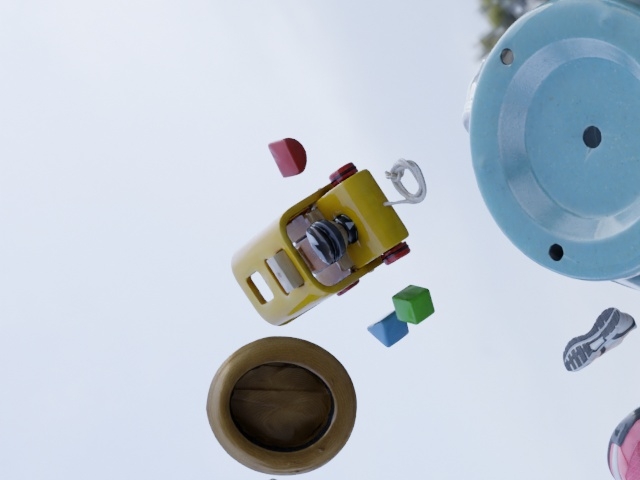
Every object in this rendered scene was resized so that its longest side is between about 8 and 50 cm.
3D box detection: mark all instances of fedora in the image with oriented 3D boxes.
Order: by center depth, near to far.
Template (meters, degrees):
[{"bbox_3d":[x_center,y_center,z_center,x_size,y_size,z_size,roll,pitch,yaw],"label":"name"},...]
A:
[{"bbox_3d":[-0.052,0.210,1.798,0.194,0.194,0.079,49,176,-6],"label":"fedora"}]

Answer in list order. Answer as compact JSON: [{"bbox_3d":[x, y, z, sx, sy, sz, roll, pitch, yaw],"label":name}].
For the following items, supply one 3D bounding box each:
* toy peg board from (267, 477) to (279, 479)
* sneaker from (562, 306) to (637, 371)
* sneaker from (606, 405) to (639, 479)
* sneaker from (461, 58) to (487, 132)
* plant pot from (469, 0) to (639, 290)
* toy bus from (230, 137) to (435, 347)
[{"bbox_3d":[-0.069,0.360,1.456,0.161,0.079,0.161,-21,-63,-49],"label":"toy peg board"},{"bbox_3d":[0.330,0.122,1.636,0.044,0.109,0.040,13,-134,-34],"label":"sneaker"},{"bbox_3d":[0.443,0.331,1.688,0.136,0.116,0.313,46,157,58],"label":"sneaker"},{"bbox_3d":[0.255,-0.139,1.408,0.080,0.212,0.094,92,-168,-67],"label":"sneaker"},{"bbox_3d":[0.249,-0.076,0.952,0.255,0.271,0.271,-11,-118,-44],"label":"plant pot"},{"bbox_3d":[-0.002,0.008,1.265,0.191,0.104,0.202,27,137,38],"label":"toy bus"}]
